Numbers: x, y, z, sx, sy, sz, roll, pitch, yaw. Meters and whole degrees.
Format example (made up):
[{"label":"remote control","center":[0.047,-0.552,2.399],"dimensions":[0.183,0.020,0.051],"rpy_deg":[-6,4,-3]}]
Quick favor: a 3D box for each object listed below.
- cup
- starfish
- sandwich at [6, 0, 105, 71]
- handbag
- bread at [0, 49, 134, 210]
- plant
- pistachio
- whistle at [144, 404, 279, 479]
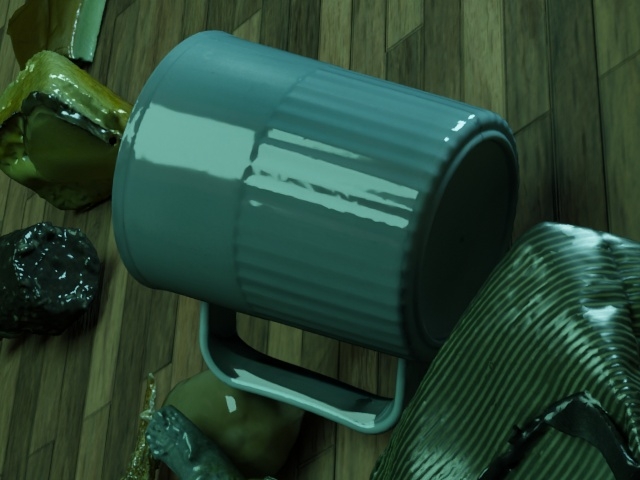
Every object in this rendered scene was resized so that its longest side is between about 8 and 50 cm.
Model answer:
[{"label":"cup","center":[-0.008,-0.007,1.746],"dimensions":[0.311,0.257,0.331],"rpy_deg":[16,86,26]},{"label":"starfish","center":[-0.201,0.271,2.047],"dimensions":[0.231,0.048,0.295],"rpy_deg":[111,170,-65]},{"label":"sandwich","center":[-0.434,-0.310,2.929],"dimensions":[0.245,0.063,0.212],"rpy_deg":[-27,46,46]},{"label":"handbag","center":[0.204,0.183,1.369],"dimensions":[0.340,0.247,0.240],"rpy_deg":[-60,25,26]},{"label":"bread","center":[-0.339,-0.150,2.531],"dimensions":[0.262,0.204,0.162],"rpy_deg":[-20,38,54]},{"label":"plant","center":[-0.412,0.067,2.500],"dimensions":[0.274,0.149,0.146],"rpy_deg":[-17,51,54]},{"label":"pistachio","center":[-0.098,0.192,1.954],"dimensions":[0.226,0.136,0.136],"rpy_deg":[-9,58,62]},{"label":"whistle","center":[-0.103,0.263,1.834],"dimensions":[0.123,0.223,0.123],"rpy_deg":[-38,-10,-8]}]
